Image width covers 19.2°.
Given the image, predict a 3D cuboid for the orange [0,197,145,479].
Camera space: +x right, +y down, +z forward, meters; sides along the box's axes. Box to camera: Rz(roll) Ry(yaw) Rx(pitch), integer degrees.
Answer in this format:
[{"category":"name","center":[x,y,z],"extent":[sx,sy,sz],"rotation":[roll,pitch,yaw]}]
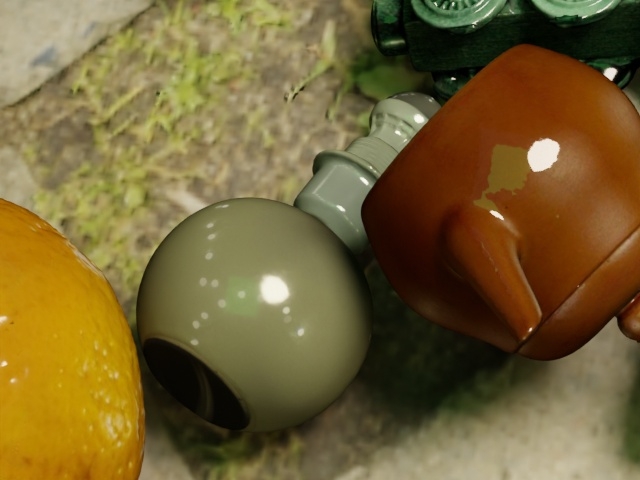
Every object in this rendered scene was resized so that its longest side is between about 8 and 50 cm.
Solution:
[{"category":"orange","center":[-0.153,0.065,0.706],"extent":[0.178,0.155,0.177],"rotation":[-5,55,7]}]

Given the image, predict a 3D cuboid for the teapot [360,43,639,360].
[{"category":"teapot","center":[0.084,-0.006,0.692],"extent":[0.116,0.173,0.116],"rotation":[6,106,22]}]

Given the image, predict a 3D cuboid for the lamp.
[{"category":"lamp","center":[0.000,0.000,0.744],"extent":[0.091,0.091,0.163],"rotation":[31,62,20]}]

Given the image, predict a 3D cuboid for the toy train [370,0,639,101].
[{"category":"toy train","center":[0.106,-0.112,0.769],"extent":[0.170,0.071,0.111],"rotation":[-4,52,11]}]
